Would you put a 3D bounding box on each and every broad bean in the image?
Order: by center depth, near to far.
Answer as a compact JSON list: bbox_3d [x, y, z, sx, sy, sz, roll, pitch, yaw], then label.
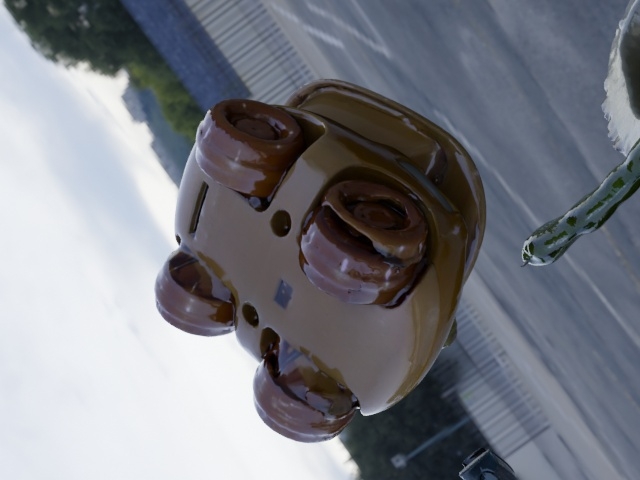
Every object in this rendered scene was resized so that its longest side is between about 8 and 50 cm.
[{"bbox_3d":[0.313,-0.050,1.137,0.052,0.256,0.053,-16,-119,-50],"label":"broad bean"}]

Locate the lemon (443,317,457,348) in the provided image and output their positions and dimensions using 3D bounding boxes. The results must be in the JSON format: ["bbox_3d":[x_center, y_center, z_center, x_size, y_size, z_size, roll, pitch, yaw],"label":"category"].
[{"bbox_3d":[0.043,0.040,1.313,0.310,0.258,0.258,36,-177,-2],"label":"lemon"}]

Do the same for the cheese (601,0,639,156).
[{"bbox_3d":[0.473,-0.234,1.210,0.153,0.292,0.332,16,-145,-10],"label":"cheese"}]

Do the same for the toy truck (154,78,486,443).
[{"bbox_3d":[0.000,0.000,0.819,0.288,0.204,0.211,38,-144,27],"label":"toy truck"}]

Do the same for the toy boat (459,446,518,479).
[{"bbox_3d":[0.230,0.317,1.354,0.060,0.055,0.141,53,-175,38],"label":"toy boat"}]
